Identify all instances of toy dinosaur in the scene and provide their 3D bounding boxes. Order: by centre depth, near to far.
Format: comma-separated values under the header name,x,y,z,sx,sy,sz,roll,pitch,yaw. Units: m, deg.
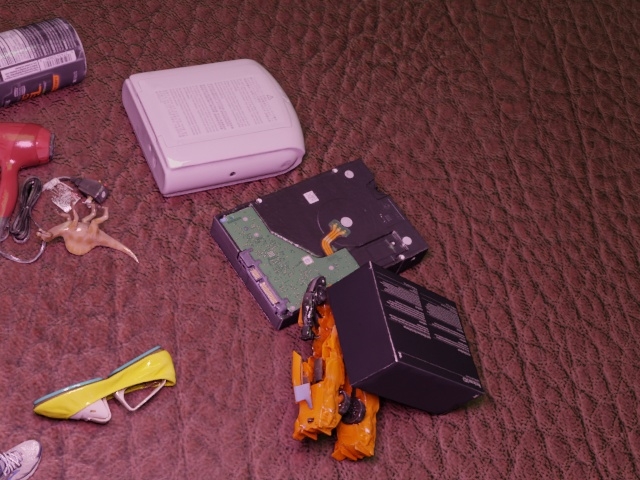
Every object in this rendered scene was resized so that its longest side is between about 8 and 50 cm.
name,x,y,z,sx,sy,sz,roll,pitch,yaw
toy dinosaur,-0.399,-0.018,1.715,0.183,0.053,0.092,13,91,-29

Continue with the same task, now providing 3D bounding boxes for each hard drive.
name,x,y,z,sx,sy,sz,roll,pitch,yaw
hard drive,0.000,0.000,1.826,0.339,0.064,0.237,-24,65,-31

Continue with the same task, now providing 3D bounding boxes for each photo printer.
name,x,y,z,sx,sy,sz,roll,pitch,yaw
photo printer,-0.193,-0.223,1.898,0.308,0.107,0.256,-14,61,-26

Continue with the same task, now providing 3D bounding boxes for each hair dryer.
name,x,y,z,sx,sy,sz,roll,pitch,yaw
hair dryer,-0.539,-0.116,1.733,0.293,0.080,0.223,37,54,11

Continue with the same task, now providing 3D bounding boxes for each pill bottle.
name,x,y,z,sx,sy,sz,roll,pitch,yaw
pill bottle,-0.570,-0.321,1.839,0.246,0.130,0.130,-24,66,-30

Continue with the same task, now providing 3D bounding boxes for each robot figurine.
name,x,y,z,sx,sy,sz,roll,pitch,yaw
robot figurine,0.024,0.202,1.641,0.211,0.085,0.291,37,42,-39

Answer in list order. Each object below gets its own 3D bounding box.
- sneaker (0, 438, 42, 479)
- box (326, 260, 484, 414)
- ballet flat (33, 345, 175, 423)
name,x,y,z,sx,sy,sz,roll,pitch,yaw
sneaker,-0.461,0.334,1.449,0.052,0.058,0.135,42,54,14
box,0.142,0.168,1.646,0.261,0.103,0.184,26,38,-46
ballet flat,-0.327,0.239,1.553,0.231,0.077,0.077,-22,81,-31
